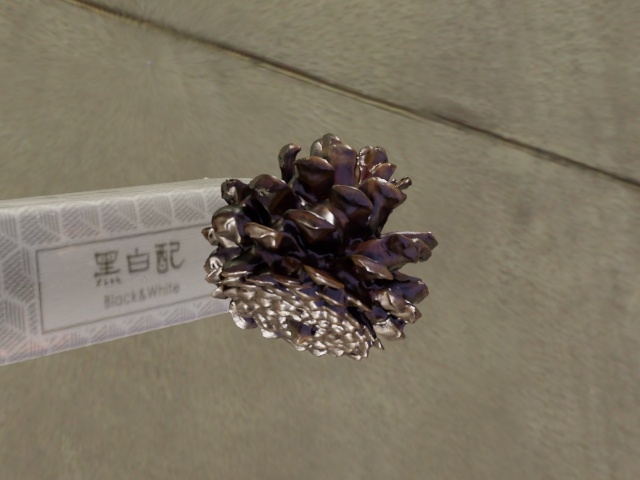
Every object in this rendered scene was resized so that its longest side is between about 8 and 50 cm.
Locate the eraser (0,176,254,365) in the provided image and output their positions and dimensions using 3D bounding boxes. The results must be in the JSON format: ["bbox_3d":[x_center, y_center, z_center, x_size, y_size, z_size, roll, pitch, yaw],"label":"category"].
[{"bbox_3d":[-0.180,0.018,0.913,0.096,0.404,0.098,1,97,37],"label":"eraser"}]

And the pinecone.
[{"bbox_3d":[0.001,0.001,0.806,0.140,0.140,0.121,31,63,-10],"label":"pinecone"}]
